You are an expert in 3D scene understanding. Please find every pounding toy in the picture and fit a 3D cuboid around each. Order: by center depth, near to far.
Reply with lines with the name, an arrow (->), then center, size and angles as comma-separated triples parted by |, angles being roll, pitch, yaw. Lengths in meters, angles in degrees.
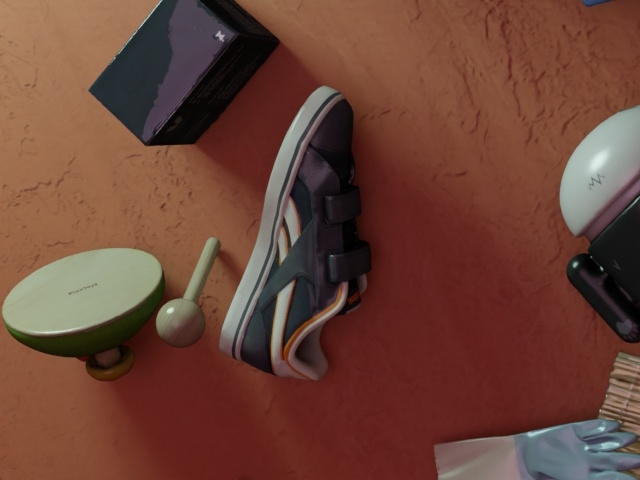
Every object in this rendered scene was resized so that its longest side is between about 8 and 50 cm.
pounding toy -> -0.225, 0.095, 1.857 | 0.237, 0.183, 0.110 | -7, 118, 12

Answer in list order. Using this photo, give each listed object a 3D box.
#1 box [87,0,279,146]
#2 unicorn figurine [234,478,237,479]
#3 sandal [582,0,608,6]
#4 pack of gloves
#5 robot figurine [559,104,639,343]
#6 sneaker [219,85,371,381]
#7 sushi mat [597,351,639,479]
box -> -0.144, -0.188, 1.799 | 0.093, 0.158, 0.156 | 43, 103, 8
unicorn figurine -> -0.052, 0.349, 1.876 | 0.162, 0.060, 0.111 | 41, 104, 25
sandal -> 0.294, -0.298, 1.698 | 0.317, 0.126, 0.138 | 24, 104, 13
pack of gloves -> 0.247, 0.296, 1.772 | 0.232, 0.046, 0.195 | -12, 81, 23
robot figurine -> 0.368, -0.009, 1.675 | 0.209, 0.173, 0.278 | -43, 83, -16
sneaker -> 0.000, 0.000, 1.796 | 0.127, 0.126, 0.321 | 24, 111, 16
sushi mat -> 0.442, 0.231, 1.751 | 0.316, 0.019, 0.151 | 16, 97, 13
